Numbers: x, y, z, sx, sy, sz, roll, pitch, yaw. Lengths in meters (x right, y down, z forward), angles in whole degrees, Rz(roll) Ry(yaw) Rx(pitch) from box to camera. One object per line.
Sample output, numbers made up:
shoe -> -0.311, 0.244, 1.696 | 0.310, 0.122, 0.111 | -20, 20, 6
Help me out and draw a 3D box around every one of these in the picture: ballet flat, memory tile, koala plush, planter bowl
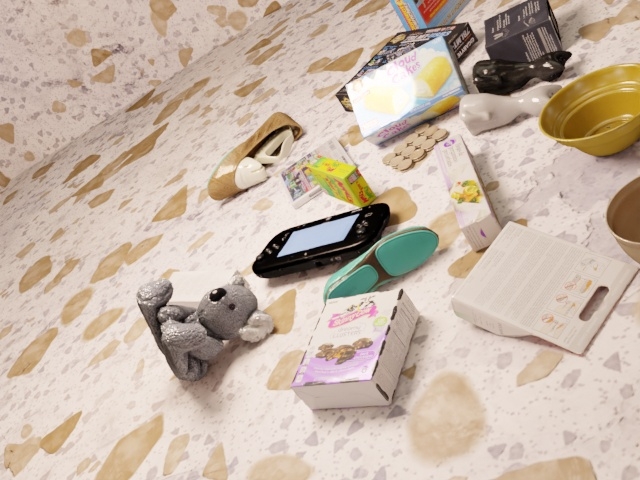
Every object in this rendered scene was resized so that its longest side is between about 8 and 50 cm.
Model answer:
ballet flat -> 0.105, 0.044, 1.417 | 0.247, 0.083, 0.087 | -34, 15, 0
ballet flat -> -0.169, -0.229, 2.102 | 0.124, 0.116, 0.342 | 22, 57, 35
memory tile -> 0.218, -0.215, 1.740 | 0.148, 0.012, 0.113 | -41, 29, -10
koala plush -> -0.220, 0.161, 1.514 | 0.221, 0.203, 0.196 | -29, 47, -20
planter bowl -> 0.510, -0.216, 1.348 | 0.217, 0.090, 0.217 | -26, 31, 17
planter bowl -> 0.496, -0.014, 1.049 | 0.162, 0.109, 0.162 | -27, 30, 17

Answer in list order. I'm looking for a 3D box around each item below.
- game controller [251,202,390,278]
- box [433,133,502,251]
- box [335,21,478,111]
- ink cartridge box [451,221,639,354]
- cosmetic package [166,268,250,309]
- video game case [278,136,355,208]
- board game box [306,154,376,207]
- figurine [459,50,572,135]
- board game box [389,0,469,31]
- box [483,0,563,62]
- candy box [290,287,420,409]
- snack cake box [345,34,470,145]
game controller -> 0.000, 0.000, 1.603 | 0.319, 0.067, 0.166 | -14, 36, 33
box -> 0.281, -0.100, 1.450 | 0.063, 0.067, 0.324 | -26, 29, 15
box -> 0.227, -0.463, 2.031 | 0.293, 0.073, 0.295 | -47, 31, -20
ink cartridge box -> 0.343, 0.078, 1.162 | 0.224, 0.056, 0.181 | 25, 63, 37
cosmetic package -> -0.276, 0.123, 1.722 | 0.239, 0.060, 0.099 | -4, 41, 44
video game case -> -0.012, -0.175, 1.917 | 0.183, 0.023, 0.201 | -33, 30, 5
board game box -> 0.045, -0.136, 1.726 | 0.043, 0.092, 0.181 | -42, 29, -12
figurine -> 0.422, -0.324, 1.615 | 0.209, 0.092, 0.215 | -8, 40, 34
board game box -> 0.308, -0.782, 2.174 | 0.086, 0.302, 0.308 | 5, 48, 50
box -> 0.475, -0.484, 1.775 | 0.158, 0.093, 0.156 | -20, 33, 25
candy box -> 0.061, 0.182, 1.267 | 0.164, 0.070, 0.196 | -13, 37, 35
snack cake box -> 0.208, -0.354, 1.800 | 0.264, 0.089, 0.152 | -24, 74, 22
